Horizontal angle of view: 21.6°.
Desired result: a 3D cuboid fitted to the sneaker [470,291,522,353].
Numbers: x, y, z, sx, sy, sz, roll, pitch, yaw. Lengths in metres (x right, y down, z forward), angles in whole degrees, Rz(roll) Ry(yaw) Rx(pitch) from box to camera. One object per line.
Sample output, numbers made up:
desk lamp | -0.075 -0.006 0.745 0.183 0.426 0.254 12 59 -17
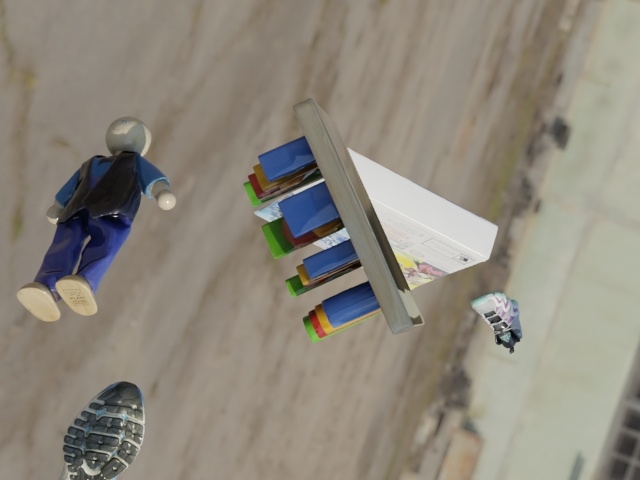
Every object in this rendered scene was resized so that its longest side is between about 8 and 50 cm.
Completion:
sneaker | 0.213 0.100 1.970 0.098 0.038 0.069 15 58 -54

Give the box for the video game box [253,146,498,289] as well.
video game box | 0.056 -0.022 1.778 0.187 0.205 0.048 -29 -142 61

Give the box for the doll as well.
doll | -0.171 -0.023 1.323 0.046 0.129 0.189 55 38 -37

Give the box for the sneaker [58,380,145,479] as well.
sneaker | -0.193 0.175 1.454 0.073 0.063 0.162 -82 -164 -54

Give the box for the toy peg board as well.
toy peg board | 0.000 0.000 1.145 0.160 0.079 0.161 16 50 -83
